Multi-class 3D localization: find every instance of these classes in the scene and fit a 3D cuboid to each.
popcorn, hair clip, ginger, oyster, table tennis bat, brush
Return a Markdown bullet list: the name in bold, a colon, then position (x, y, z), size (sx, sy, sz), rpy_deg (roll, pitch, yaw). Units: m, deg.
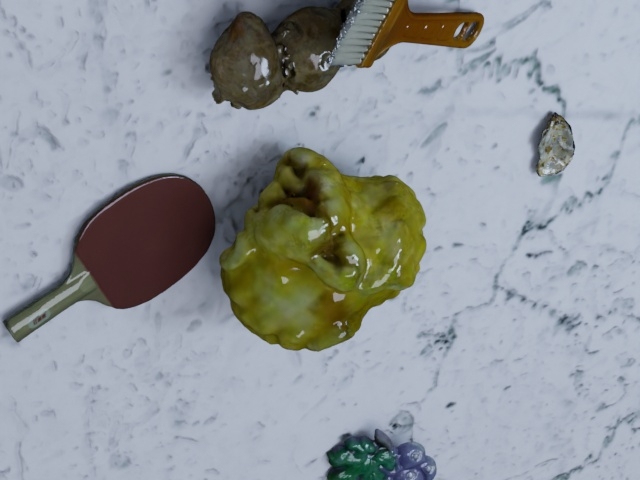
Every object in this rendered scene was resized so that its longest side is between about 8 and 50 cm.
- **popcorn**: position (0.000, 0.000, 1.567), size (0.226, 0.200, 0.203), rpy_deg (-22, 107, 20)
- **hair clip**: position (0.084, 0.299, 1.904), size (0.124, 0.052, 0.195), rpy_deg (-48, 127, 10)
- **ginger**: position (-0.014, -0.191, 1.472), size (0.204, 0.080, 0.104), rpy_deg (-18, 134, -25)
- **oyster**: position (0.277, -0.116, 1.767), size (0.054, 0.019, 0.083), rpy_deg (-20, 131, -20)
- **table tennis bat**: position (-0.216, 0.024, 1.527), size (0.246, 0.022, 0.138), rpy_deg (-35, 132, -13)
- **brush**: position (0.098, -0.214, 1.493), size (0.314, 0.017, 0.090), rpy_deg (-12, 135, -60)
